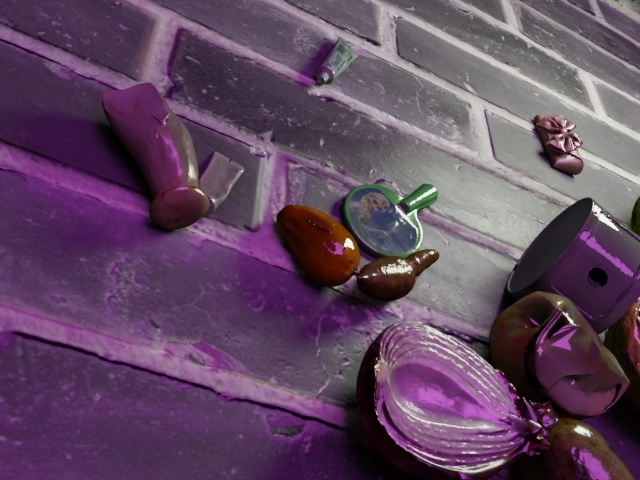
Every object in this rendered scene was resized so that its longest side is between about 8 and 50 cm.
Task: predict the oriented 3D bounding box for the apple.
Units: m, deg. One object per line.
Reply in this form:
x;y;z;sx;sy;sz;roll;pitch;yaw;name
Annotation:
0.376;0.191;1.183;0.188;0.174;0.207;49;34;-19;apple

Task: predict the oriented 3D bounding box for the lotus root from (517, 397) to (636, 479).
0.362;0.333;1.055;0.154;0.154;0.278;-14;61;-43;lotus root

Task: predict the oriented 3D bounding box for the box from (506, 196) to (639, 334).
0.472;0.053;1.335;0.149;0.226;0.226;38;40;0;box

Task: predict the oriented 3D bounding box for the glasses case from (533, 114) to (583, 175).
0.599;-0.263;1.845;0.103;0.070;0.193;16;45;-23;glasses case

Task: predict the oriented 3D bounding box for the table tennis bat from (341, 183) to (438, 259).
0.139;-0.050;1.335;0.160;0.039;0.257;49;44;9;table tennis bat

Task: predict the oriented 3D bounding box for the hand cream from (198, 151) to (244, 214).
-0.165;-0.090;1.156;0.057;0.037;0.165;30;33;-9;hand cream

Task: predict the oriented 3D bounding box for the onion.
0.175;0.248;1.012;0.284;0.120;0.227;24;44;-4;onion

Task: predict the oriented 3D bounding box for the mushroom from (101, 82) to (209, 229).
-0.237;-0.133;1.089;0.108;0.096;0.247;13;45;-59;mushroom

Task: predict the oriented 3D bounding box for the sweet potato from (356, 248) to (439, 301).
0.124;0.059;1.198;0.074;0.075;0.269;52;31;16;sweet potato

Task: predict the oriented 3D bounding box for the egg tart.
0.627;0.219;1.356;0.341;0.132;0.341;25;47;-30;egg tart

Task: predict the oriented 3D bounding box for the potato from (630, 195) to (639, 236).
0.849;-0.050;1.731;0.216;0.216;0.304;48;38;11;potato

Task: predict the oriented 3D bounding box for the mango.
0.003;-0.002;1.151;0.105;0.084;0.159;-9;59;-48;mango

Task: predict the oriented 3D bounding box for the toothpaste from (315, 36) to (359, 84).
0.033;-0.380;1.562;0.064;0.041;0.218;44;36;-11;toothpaste
